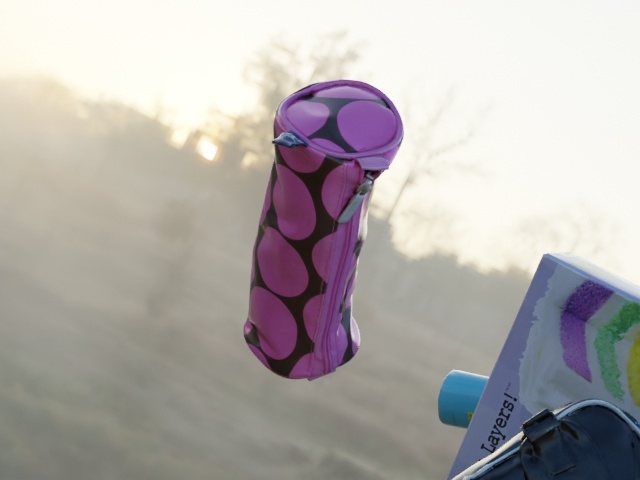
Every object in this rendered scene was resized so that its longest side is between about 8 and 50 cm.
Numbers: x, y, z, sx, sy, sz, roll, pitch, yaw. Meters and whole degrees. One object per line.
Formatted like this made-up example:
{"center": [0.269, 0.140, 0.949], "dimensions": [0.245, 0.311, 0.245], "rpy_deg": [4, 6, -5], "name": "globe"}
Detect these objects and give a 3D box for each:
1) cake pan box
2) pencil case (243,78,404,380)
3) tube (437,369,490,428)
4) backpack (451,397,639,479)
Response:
{"center": [0.233, 0.175, 1.327], "dimensions": [0.246, 0.266, 0.070], "rpy_deg": [31, 16, 29], "name": "cake pan box"}
{"center": [0.000, 0.000, 1.148], "dimensions": [0.095, 0.209, 0.098], "rpy_deg": [-18, 46, -28], "name": "pencil case"}
{"center": [0.210, 0.162, 1.560], "dimensions": [0.207, 0.052, 0.080], "rpy_deg": [9, -28, 29], "name": "tube"}
{"center": [0.179, 0.265, 1.177], "dimensions": [0.253, 0.225, 0.191], "rpy_deg": [54, -7, 17], "name": "backpack"}
